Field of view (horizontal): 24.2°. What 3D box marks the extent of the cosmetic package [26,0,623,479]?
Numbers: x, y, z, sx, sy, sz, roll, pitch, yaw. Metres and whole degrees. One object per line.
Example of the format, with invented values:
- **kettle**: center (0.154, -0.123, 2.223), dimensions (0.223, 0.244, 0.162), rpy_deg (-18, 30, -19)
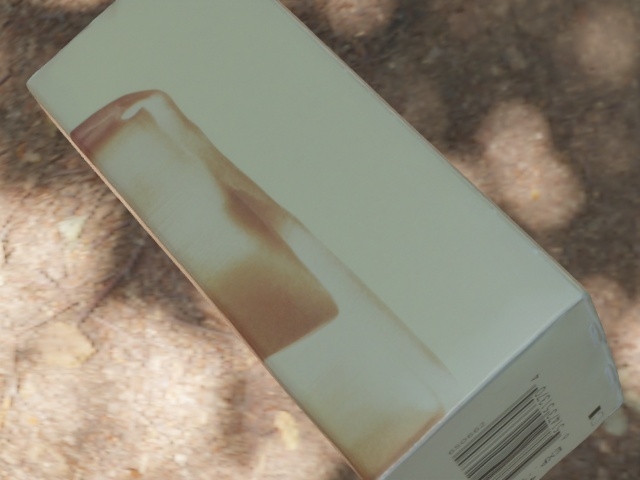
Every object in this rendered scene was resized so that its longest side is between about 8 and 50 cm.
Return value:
- **cosmetic package**: center (0.000, 0.000, 0.753), dimensions (0.129, 0.296, 0.153), rpy_deg (-41, 149, -3)
